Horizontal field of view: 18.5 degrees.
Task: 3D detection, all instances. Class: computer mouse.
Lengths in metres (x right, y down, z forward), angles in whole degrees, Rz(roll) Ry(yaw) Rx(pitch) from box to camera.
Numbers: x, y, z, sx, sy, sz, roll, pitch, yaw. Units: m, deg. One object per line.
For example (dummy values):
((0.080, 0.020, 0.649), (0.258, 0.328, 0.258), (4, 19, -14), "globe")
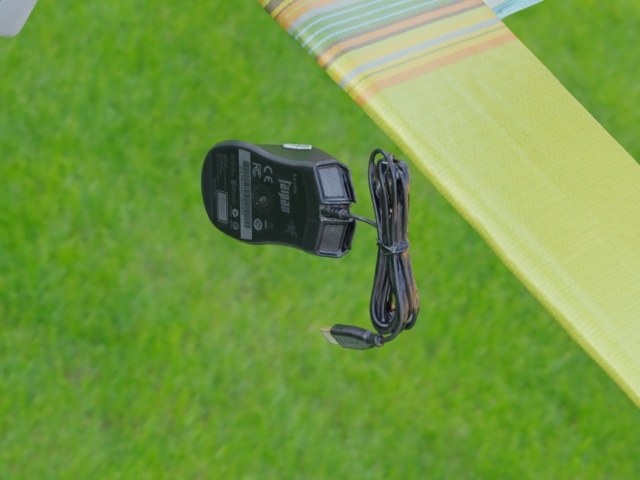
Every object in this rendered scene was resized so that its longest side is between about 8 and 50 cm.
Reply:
((0.000, 0.000, 1.752), (0.060, 0.262, 0.184), (-16, 105, -43), "computer mouse")

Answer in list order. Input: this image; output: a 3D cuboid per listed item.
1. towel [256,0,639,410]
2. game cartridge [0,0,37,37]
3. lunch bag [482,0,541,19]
((0.061, -0.035, 0.700), (0.237, 0.021, 0.102), (48, 39, 14), "towel")
((-0.065, -0.234, 0.615), (0.062, 0.297, 0.198), (14, 28, -39), "game cartridge")
((0.039, -0.286, 1.360), (0.223, 0.160, 0.262), (54, -5, 43), "lunch bag")
